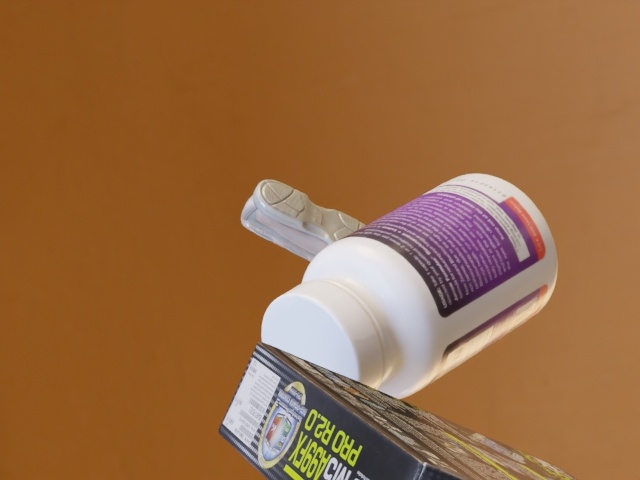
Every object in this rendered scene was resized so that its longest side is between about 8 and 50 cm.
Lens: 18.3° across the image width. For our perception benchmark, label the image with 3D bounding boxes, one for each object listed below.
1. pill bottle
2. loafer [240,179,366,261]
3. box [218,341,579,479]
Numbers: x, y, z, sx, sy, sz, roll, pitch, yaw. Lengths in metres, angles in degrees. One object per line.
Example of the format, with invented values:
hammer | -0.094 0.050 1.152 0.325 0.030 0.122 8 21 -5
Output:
pill bottle | 0.055 0.036 1.267 0.193 0.108 0.108 -28 -73 -43
loafer | 0.000 0.000 1.466 0.125 0.039 0.045 31 -140 -10
box | 0.084 0.143 1.031 0.060 0.216 0.270 -65 20 1
